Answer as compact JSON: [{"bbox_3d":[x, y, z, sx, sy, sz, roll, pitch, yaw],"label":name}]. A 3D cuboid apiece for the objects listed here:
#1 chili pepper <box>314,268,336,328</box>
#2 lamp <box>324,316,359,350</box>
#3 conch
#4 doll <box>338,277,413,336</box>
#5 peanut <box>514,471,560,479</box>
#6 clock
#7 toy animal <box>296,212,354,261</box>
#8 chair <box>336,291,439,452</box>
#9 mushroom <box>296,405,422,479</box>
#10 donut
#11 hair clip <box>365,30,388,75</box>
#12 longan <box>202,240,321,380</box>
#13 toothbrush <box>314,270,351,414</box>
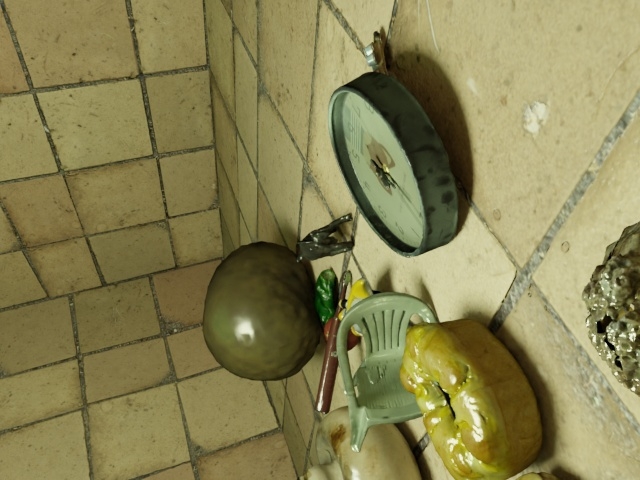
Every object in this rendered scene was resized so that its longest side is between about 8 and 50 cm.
[{"bbox_3d":[0.013,0.181,1.643,0.224,0.060,0.098,97,154,-46],"label":"chili pepper"},{"bbox_3d":[0.057,0.249,1.505,0.101,0.090,0.101,16,119,30],"label":"lamp"},{"bbox_3d":[0.318,0.061,0.507,0.245,0.162,0.178,76,-150,-77],"label":"conch"},{"bbox_3d":[0.105,0.165,1.272,0.316,0.103,0.146,125,126,-75],"label":"doll"},{"bbox_3d":[0.292,0.450,0.827,0.306,0.146,0.147,96,154,-48],"label":"peanut"},{"bbox_3d":[0.114,-0.124,0.960,0.325,0.067,0.325,58,166,24],"label":"clock"},{"bbox_3d":[0.000,0.000,1.394,0.232,0.148,0.085,147,109,-72],"label":"toy animal"},{"bbox_3d":[0.134,0.257,1.088,0.275,0.203,0.191,89,171,-50],"label":"chair"},{"bbox_3d":[0.079,0.584,1.332,0.362,0.294,0.363,168,90,-73],"label":"mushroom"},{"bbox_3d":[0.230,0.239,0.874,0.209,0.128,0.261,97,153,-47],"label":"donut"},{"bbox_3d":[0.113,-0.266,0.994,0.062,0.056,0.214,15,-126,-68],"label":"hair clip"},{"bbox_3d":[-0.198,0.237,1.812,0.404,0.403,0.436,116,137,-64],"label":"longan"},{"bbox_3d":[0.037,0.258,1.441,0.041,0.040,0.364,166,116,-73],"label":"toothbrush"}]
